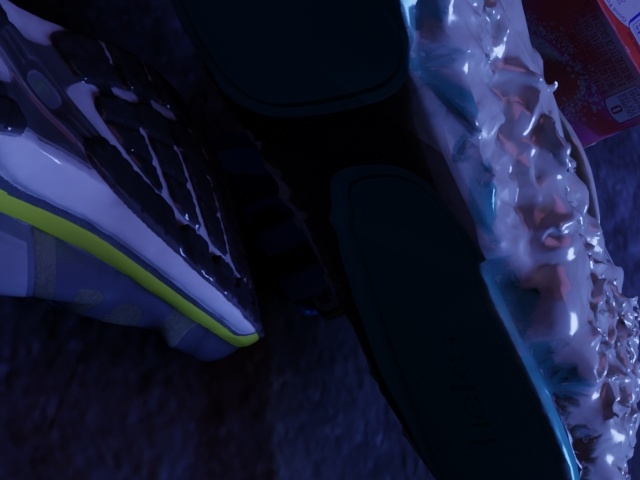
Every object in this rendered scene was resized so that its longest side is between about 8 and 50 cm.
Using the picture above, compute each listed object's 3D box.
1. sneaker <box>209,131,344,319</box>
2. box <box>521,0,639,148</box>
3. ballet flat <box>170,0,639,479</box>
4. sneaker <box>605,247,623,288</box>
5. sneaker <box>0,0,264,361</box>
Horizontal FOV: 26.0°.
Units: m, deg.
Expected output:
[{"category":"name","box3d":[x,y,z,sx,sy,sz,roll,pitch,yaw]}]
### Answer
[{"category":"sneaker","box3d":[0.000,0.000,0.644,0.144,0.053,0.059,32,61,-26]},{"category":"box","box3d":[0.104,-0.181,0.737,0.128,0.122,0.257,-39,100,-39]},{"category":"ballet flat","box3d":[0.037,-0.066,0.568,0.147,0.147,0.409,-45,122,-38]},{"category":"sneaker","box3d":[0.112,-0.007,0.741,0.152,0.053,0.061,52,42,-21]},{"category":"sneaker","box3d":[-0.131,-0.022,0.518,0.300,0.121,0.111,35,32,-46]}]
